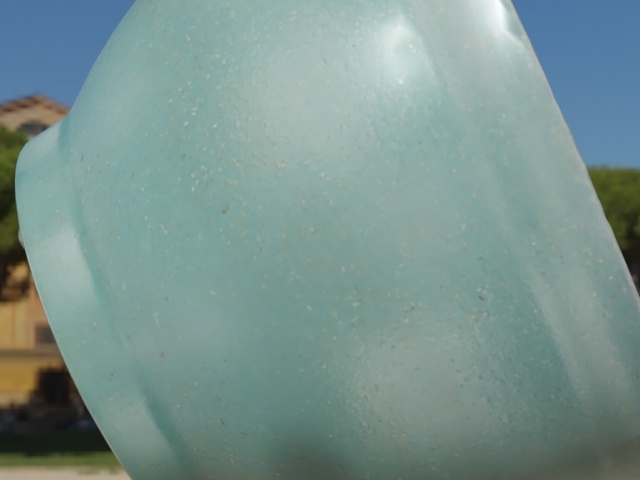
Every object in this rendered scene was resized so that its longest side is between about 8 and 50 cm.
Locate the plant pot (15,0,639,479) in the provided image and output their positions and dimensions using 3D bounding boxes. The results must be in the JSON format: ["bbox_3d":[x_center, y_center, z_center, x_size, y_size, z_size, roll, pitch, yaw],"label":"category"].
[{"bbox_3d":[0.000,0.000,0.588,0.196,0.293,0.293,-23,-10,5],"label":"plant pot"}]
